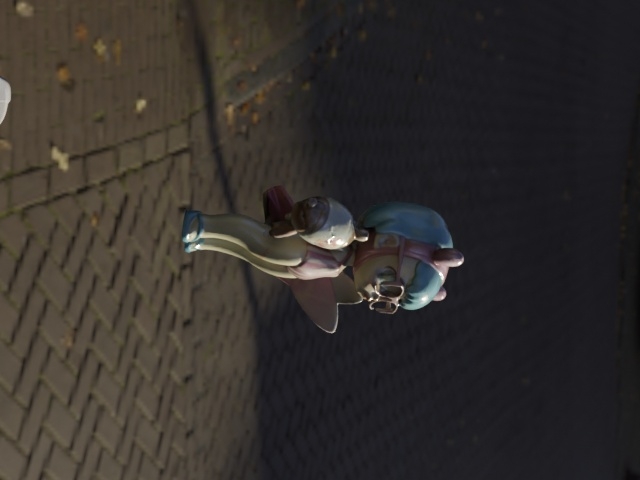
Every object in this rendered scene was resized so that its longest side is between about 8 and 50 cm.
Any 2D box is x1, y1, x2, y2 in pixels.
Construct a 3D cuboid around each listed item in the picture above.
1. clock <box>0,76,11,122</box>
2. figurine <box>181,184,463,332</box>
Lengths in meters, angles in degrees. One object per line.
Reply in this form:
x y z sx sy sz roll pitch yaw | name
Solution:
-0.464 -0.174 1.397 0.176 0.117 0.080 -15 119 -48 | clock
0.001 -0.008 1.074 0.205 0.260 0.103 98 1 -59 | figurine
